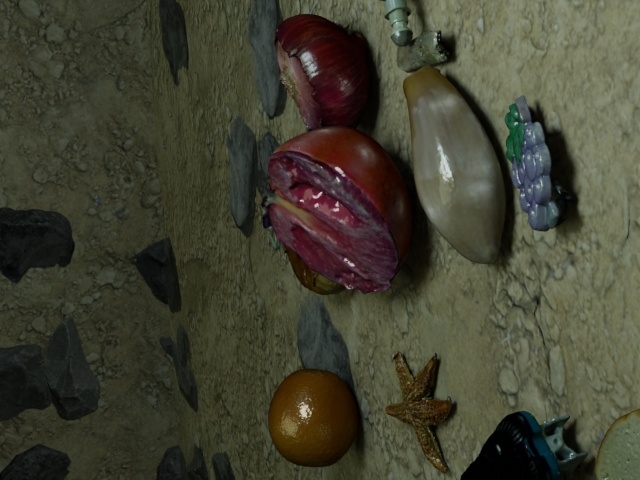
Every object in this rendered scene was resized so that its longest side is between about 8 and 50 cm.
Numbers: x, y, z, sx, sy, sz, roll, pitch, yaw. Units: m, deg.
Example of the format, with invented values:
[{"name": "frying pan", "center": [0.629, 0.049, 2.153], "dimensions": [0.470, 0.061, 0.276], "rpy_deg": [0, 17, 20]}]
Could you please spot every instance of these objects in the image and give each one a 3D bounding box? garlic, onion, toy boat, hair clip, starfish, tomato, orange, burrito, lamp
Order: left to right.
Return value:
[{"name": "orange", "center": [-0.015, 0.365, 2.080], "dimensions": [0.206, 0.206, 0.206], "rpy_deg": [171, 90, -69]}, {"name": "onion", "center": [0.006, -0.292, 1.796], "dimensions": [0.248, 0.161, 0.248], "rpy_deg": [-8, -90, -89]}, {"name": "tomato", "center": [0.058, -0.061, 1.741], "dimensions": [0.289, 0.176, 0.335], "rpy_deg": [37, 151, 20]}, {"name": "lamp", "center": [0.115, -0.377, 1.561], "dimensions": [0.091, 0.091, 0.163], "rpy_deg": [136, 127, -65]}, {"name": "starfish", "center": [0.173, 0.292, 1.759], "dimensions": [0.227, 0.043, 0.240], "rpy_deg": [114, 139, -57]}, {"name": "burrito", "center": [0.158, -0.293, 1.562], "dimensions": [0.171, 0.042, 0.051], "rpy_deg": [4, 112, 71]}, {"name": "garlic", "center": [0.188, -0.119, 1.471], "dimensions": [0.143, 0.112, 0.318], "rpy_deg": [110, 151, -63]}, {"name": "toy boat", "center": [0.282, 0.351, 1.431], "dimensions": [0.299, 0.092, 0.134], "rpy_deg": [106, 150, -53]}, {"name": "hair clip", "center": [0.283, -0.104, 1.316], "dimensions": [0.124, 0.052, 0.195], "rpy_deg": [100, 160, -52]}]

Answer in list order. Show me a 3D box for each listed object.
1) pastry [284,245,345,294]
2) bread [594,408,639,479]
[{"name": "pastry", "center": [0.000, 0.000, 2.014], "dimensions": [0.229, 0.100, 0.218], "rpy_deg": [175, 86, -68]}, {"name": "bread", "center": [0.398, 0.301, 1.126], "dimensions": [0.236, 0.070, 0.236], "rpy_deg": [172, 90, -71]}]
